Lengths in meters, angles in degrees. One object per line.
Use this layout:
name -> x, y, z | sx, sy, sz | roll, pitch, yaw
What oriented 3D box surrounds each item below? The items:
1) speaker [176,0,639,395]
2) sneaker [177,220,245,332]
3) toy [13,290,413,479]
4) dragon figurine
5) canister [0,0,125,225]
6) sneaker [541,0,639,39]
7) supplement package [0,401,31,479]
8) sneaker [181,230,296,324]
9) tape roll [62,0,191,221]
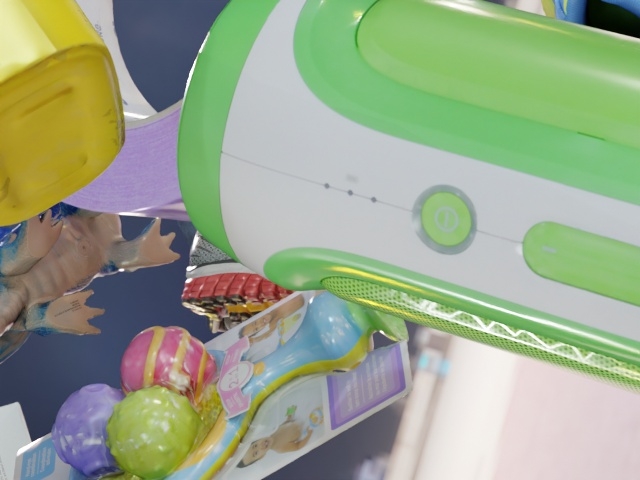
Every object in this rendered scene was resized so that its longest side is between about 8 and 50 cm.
speaker -> 0.102, -0.011, 0.666 | 0.131, 0.296, 0.131 | -43, -38, -47
sneaker -> -0.060, -0.007, 1.741 | 0.226, 0.086, 0.163 | -49, -55, -60
toy -> -0.070, 0.078, 0.952 | 0.056, 0.237, 0.137 | 57, -167, -27
dragon figurine -> -0.188, 0.024, 1.188 | 0.144, 0.085, 0.289 | -20, 16, 40
canister -> -0.143, -0.100, 0.699 | 0.073, 0.170, 0.126 | -31, -16, -12
sneaker -> 0.188, -0.076, 1.067 | 0.091, 0.240, 0.126 | -31, 26, 23
supplement package -> -0.319, 0.243, 1.569 | 0.194, 0.203, 0.149 | 114, 138, -75
sneaker -> 0.000, 0.000, 1.395 | 0.088, 0.225, 0.092 | 36, -128, -60
tape roll -> -0.073, -0.148, 1.021 | 0.090, 0.275, 0.275 | 6, -76, -53
